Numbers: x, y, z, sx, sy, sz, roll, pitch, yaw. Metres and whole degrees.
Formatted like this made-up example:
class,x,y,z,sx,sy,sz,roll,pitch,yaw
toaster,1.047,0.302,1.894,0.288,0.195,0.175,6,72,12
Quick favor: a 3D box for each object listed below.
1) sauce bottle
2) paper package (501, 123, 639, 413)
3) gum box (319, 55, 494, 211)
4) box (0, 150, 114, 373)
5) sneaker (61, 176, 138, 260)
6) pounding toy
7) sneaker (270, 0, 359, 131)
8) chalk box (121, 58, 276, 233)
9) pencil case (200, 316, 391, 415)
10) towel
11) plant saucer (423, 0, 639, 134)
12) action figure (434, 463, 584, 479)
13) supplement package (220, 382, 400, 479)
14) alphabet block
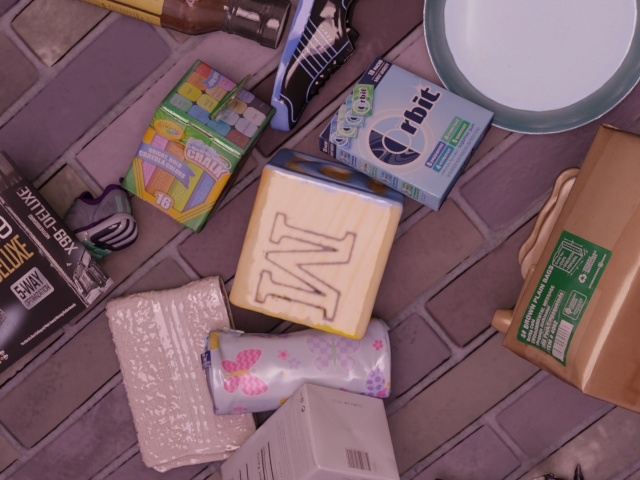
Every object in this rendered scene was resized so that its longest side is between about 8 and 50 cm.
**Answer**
class,x,y,z,sx,sy,sz,roll,pitch,yaw
sauce bottle,-0.212,-0.344,1.554,0.344,0.111,0.111,19,103,-1
paper package,0.442,0.054,1.472,0.309,0.168,0.325,20,95,-32
gum box,0.116,-0.147,1.539,0.184,0.041,0.157,28,66,14
box,-0.475,0.052,1.628,0.307,0.076,0.242,-33,99,33
sneaker,-0.360,-0.012,1.672,0.223,0.083,0.098,-21,59,22
pounding toy,0.359,0.036,1.564,0.154,0.155,0.269,25,105,0
sneaker,-0.002,-0.253,1.569,0.090,0.081,0.232,18,103,6
chalk box,-0.158,-0.142,1.540,0.132,0.132,0.213,32,130,-2
pencil case,-0.033,0.178,1.626,0.273,0.124,0.113,-4,144,-7
towel,-0.205,0.204,1.705,0.187,0.049,0.282,-12,101,7
plant saucer,0.299,-0.304,1.551,0.317,0.044,0.317,1,103,5
action figure,0.305,0.412,1.662,0.275,0.141,0.164,-1,91,7
supplement package,-0.021,0.329,1.607,0.139,0.134,0.244,16,134,-29
alphabet block,0.000,0.000,1.571,0.193,0.192,0.197,16,102,3
